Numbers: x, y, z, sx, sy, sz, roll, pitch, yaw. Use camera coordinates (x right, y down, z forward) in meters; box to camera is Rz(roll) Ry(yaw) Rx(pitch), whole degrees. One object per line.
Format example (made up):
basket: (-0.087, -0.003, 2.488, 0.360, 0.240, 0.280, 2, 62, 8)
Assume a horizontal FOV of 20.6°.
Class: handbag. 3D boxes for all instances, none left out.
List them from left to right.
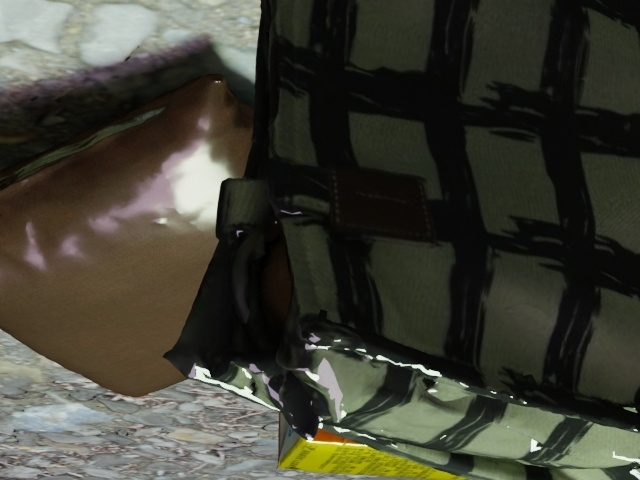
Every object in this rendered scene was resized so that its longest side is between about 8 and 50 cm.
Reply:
handbag: (0.083, -0.040, 0.909, 0.327, 0.325, 0.162, 18, 151, -40)

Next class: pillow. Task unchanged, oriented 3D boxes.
pillow: (-0.112, 0.008, 1.300, 0.307, 0.108, 0.305, -23, 143, 26)

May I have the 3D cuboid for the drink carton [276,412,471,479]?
drink carton: (0.141, 0.146, 1.652, 0.351, 0.155, 0.111, 6, 159, -14)
